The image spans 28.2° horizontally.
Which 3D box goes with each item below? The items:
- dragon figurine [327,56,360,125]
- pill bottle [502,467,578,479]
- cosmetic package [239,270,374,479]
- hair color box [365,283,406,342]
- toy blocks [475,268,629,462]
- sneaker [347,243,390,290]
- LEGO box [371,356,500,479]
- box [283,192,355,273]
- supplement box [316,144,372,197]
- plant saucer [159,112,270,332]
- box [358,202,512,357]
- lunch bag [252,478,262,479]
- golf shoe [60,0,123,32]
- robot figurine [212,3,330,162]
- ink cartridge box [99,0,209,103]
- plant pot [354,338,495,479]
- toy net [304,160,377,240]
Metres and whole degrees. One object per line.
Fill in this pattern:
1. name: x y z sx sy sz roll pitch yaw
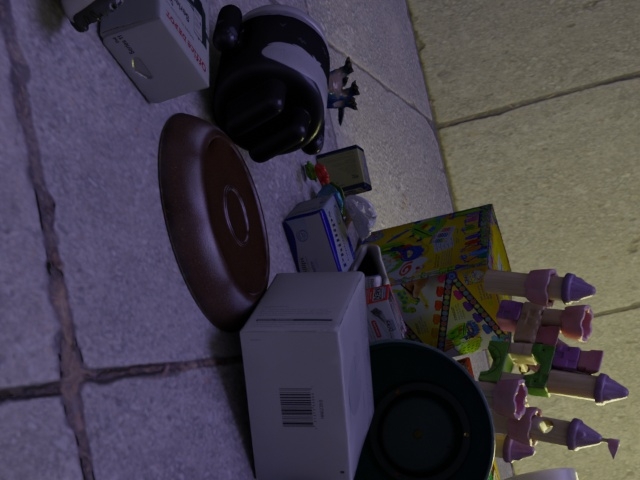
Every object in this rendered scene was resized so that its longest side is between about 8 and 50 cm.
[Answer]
1. dragon figurine: -0.009 -0.268 2.345 0.289 0.144 0.085 117 -41 -83
2. pill bottle: 0.401 0.547 2.209 0.161 0.161 0.283 40 39 -66
3. cosmetic package: -0.013 0.184 1.753 0.225 0.138 0.224 -57 144 -69
4. hair color box: 0.042 0.136 2.008 0.053 0.167 0.093 -78 151 -59
5. toy blocks: 0.408 0.234 2.179 0.309 0.260 0.288 60 43 -49
6. sneaker: 0.080 0.135 2.202 0.129 0.111 0.297 101 -18 -49
7. LEGO box: 0.212 0.494 2.256 0.372 0.193 0.500 -22 98 -75
8. box: 0.000 0.000 2.164 0.137 0.072 0.126 -55 128 -70
9. supplement box: 0.046 -0.128 2.423 0.056 0.083 0.083 19 57 -72
10. plant saucer: -0.134 -0.030 1.751 0.310 0.050 0.311 -13 90 -75
11. box: 0.217 0.088 2.479 0.290 0.279 0.177 -70 144 -63
12. lunch bag: -0.079 0.423 1.423 0.293 0.120 0.258 -86 153 -52
13. golf shoe: -0.279 -0.348 1.452 0.120 0.105 0.273 39 31 -41
14. robot figurine: -0.074 -0.238 1.928 0.278 0.173 0.209 -86 180 -50
15. ink cartridge box: -0.210 -0.305 1.642 0.153 0.087 0.208 54 27 -53
16. plant pot: 0.135 0.301 1.957 0.196 0.293 0.293 22 55 -73
17. toy net: 0.044 -0.073 2.238 0.232 0.045 0.122 30 -44 60
